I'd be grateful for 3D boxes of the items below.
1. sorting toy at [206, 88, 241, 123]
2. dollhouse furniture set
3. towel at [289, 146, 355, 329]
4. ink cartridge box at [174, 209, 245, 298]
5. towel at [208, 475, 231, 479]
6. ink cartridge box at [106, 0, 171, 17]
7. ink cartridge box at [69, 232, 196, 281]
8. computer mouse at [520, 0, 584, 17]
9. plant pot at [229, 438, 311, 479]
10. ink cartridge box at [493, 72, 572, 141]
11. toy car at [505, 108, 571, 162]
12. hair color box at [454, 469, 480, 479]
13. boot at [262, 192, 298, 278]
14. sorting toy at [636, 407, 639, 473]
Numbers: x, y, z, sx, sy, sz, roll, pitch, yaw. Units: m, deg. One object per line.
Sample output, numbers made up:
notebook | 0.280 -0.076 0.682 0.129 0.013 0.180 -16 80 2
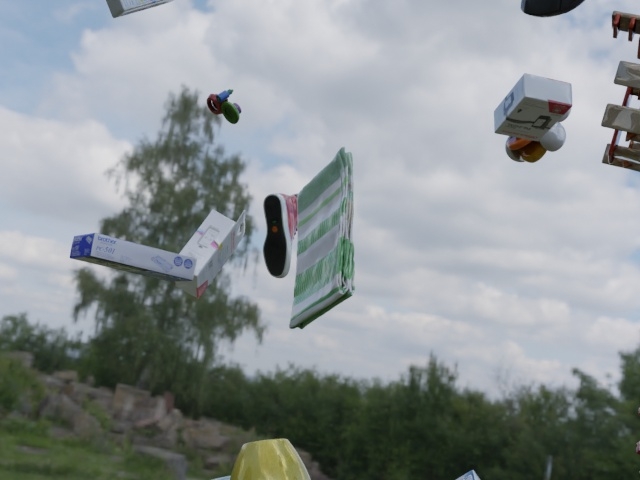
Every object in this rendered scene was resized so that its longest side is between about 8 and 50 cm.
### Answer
sorting toy | -0.198 -0.291 1.771 0.102 0.042 0.061 29 -38 33
dollhouse furniture set | 0.557 -0.267 1.495 0.135 0.259 0.262 17 -3 21
towel | 0.000 0.000 1.711 0.038 0.325 0.248 13 -28 -23
ink cartridge box | -0.243 0.016 1.840 0.067 0.198 0.115 29 -29 10
towel | -0.216 0.591 1.605 0.320 0.374 0.090 -10 39 -21
ink cartridge box | -0.305 -0.438 1.406 0.122 0.089 0.052 -29 13 -34
ink cartridge box | -0.344 0.033 1.537 0.207 0.046 0.097 17 -13 -37
computer mouse | 0.323 -0.398 1.092 0.184 0.262 0.060 30 -20 51
plant pot | -0.077 0.344 1.224 0.134 0.095 0.134 -7 -19 -2
ink cartridge box | 0.447 -0.278 1.764 0.109 0.063 0.150 9 -26 -11
toy car | 0.488 -0.279 1.953 0.136 0.182 0.159 27 -23 -24
hair color box | 0.398 0.703 1.841 0.105 0.347 0.174 -34 6 8
boot | -0.088 -0.015 2.427 0.088 0.244 0.176 1 2 29
sorting toy | 0.610 0.412 1.449 0.132 0.274 0.046 32 -53 -4
